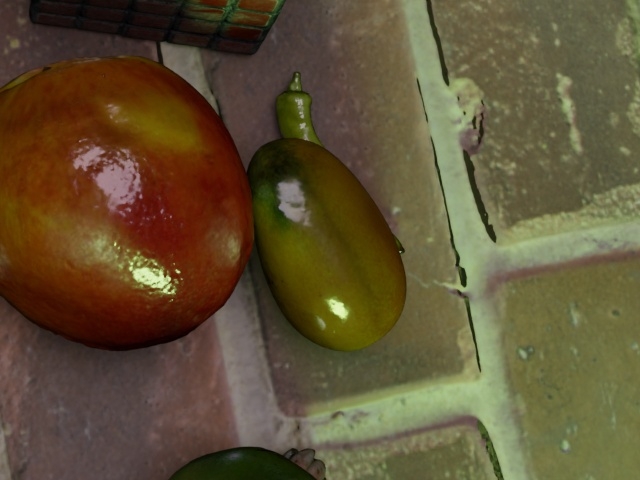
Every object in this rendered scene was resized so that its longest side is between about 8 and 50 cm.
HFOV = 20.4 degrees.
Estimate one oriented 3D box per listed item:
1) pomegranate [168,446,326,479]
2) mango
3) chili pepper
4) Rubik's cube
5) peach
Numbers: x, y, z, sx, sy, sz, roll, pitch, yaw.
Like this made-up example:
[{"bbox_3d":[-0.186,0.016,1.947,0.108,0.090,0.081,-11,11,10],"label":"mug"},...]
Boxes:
[{"bbox_3d":[-0.056,0.260,1.609,0.180,0.180,0.210,43,36,-2],"label":"pomegranate"},{"bbox_3d":[0.002,-0.001,1.656,0.120,0.151,0.221,-21,106,16],"label":"mango"},{"bbox_3d":[0.007,-0.064,1.737,0.049,0.043,0.208,-32,93,-50],"label":"chili pepper"},{"bbox_3d":[-0.141,-0.326,1.645,0.237,0.238,0.237,8,79,-12],"label":"Rubik's cube"},{"bbox_3d":[-0.194,-0.030,1.581,0.281,0.238,0.281,1,100,3],"label":"peach"}]
